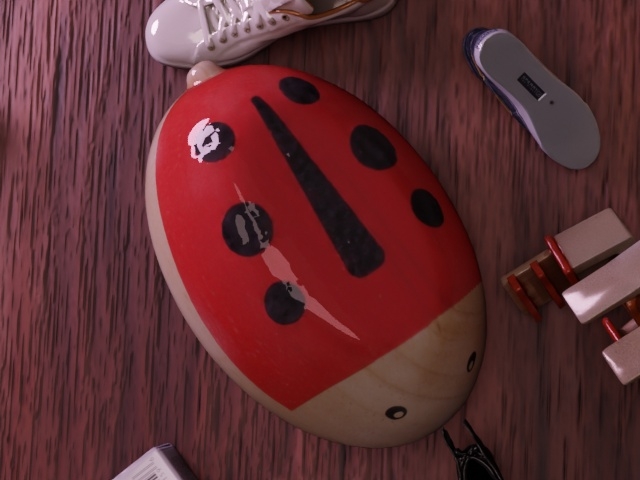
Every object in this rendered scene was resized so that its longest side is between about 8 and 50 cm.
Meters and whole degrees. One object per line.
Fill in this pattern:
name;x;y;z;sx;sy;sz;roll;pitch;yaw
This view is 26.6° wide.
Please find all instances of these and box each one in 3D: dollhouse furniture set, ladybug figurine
dollhouse furniture set;0.297;0.105;1.311;0.135;0.262;0.259;-34;47;7
ladybug figurine;0.000;0.000;1.363;0.305;0.162;0.449;-36;86;-17

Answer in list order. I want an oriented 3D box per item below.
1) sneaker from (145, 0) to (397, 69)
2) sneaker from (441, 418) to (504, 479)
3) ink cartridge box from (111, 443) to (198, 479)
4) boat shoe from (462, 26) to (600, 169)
sneaker;-0.063;-0.263;1.454;0.290;0.123;0.106;-16;85;9
sneaker;0.169;0.266;1.385;0.051;0.089;0.170;-21;82;7
ink cartridge box;-0.181;0.399;1.448;0.239;0.060;0.275;-38;81;5
boat shoe;0.224;-0.156;1.430;0.065;0.083;0.183;-41;107;4
